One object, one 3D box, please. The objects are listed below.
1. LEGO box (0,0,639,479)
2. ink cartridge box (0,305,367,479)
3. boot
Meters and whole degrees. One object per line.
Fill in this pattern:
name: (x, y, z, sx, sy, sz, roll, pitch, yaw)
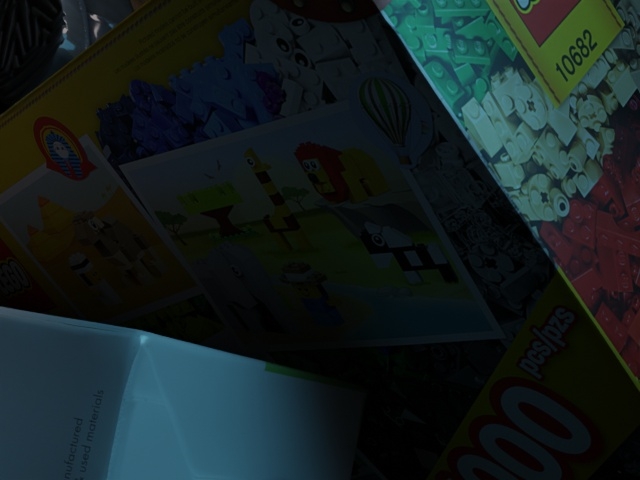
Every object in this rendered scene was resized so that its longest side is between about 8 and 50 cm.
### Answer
LEGO box: (0.000, 0.000, 0.721, 0.372, 0.500, 0.193, 53, 53, -14)
ink cartridge box: (-0.181, 0.098, 0.612, 0.207, 0.353, 0.119, 24, 75, -57)
boot: (-0.172, -0.186, 1.282, 0.445, 0.146, 0.367, 31, 38, -44)
